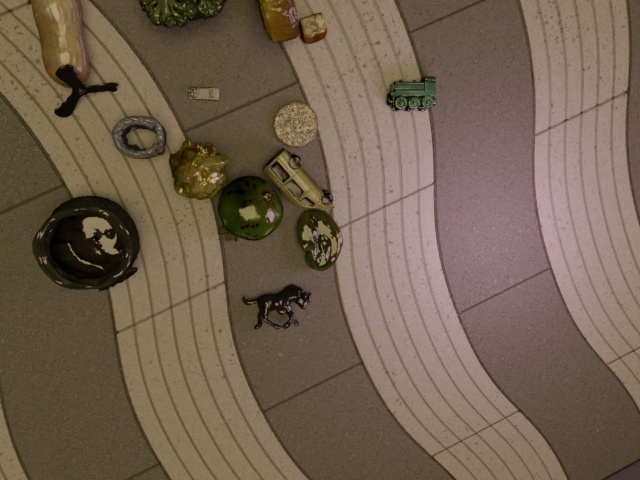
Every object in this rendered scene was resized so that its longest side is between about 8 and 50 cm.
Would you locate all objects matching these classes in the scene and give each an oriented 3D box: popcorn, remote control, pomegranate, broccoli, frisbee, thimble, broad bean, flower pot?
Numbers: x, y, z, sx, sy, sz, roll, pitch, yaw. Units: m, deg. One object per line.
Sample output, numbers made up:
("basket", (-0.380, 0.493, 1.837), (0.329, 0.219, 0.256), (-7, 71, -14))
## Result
("popcorn", (-0.368, -0.218, 1.673), (0.167, 0.185, 0.187), (-8, 94, -28))
("remote control", (-0.364, -0.459, 1.707), (0.096, 0.014, 0.039), (0, 101, -10))
("pomegranate", (-0.235, -0.089, 1.729), (0.211, 0.211, 0.263), (42, 131, -16))
("broccoli", (-0.381, -0.754, 1.509), (0.304, 0.283, 0.321), (-11, 85, 2))
("frisbee", (-0.682, -0.441, 1.595), (0.188, 0.211, 0.012), (-19, 70, -30))
("thimble", (-0.544, -0.309, 1.649), (0.152, 0.118, 0.127), (-6, 100, -10))
("broad bean", (-0.001, 0.000, 1.843), (0.153, 0.072, 0.206), (-9, 102, -16))
("flower pot", (-0.691, 0.023, 1.638), (0.302, 0.213, 0.301), (-2, 101, -11))

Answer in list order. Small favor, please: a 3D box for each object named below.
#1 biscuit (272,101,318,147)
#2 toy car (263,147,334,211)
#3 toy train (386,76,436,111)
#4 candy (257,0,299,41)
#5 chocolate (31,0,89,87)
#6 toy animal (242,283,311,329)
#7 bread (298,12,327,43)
("biscuit", (-0.080, -0.376, 1.777), (0.152, 0.020, 0.152), (-2, 103, -10))
("toy car", (-0.069, -0.177, 1.779), (0.124, 0.101, 0.256), (-41, 104, 4))
("toy train", (0.302, -0.483, 1.809), (0.171, 0.071, 0.111), (-2, 93, -10))
("candy", (-0.129, -0.706, 1.581), (0.118, 0.260, 0.259), (-13, 104, 4))
("chocolate", (-0.733, -0.593, 1.551), (0.134, 0.134, 0.309), (-9, 106, -9))
("toy animal", (-0.146, 0.227, 1.868), (0.233, 0.084, 0.148), (-4, 85, -4))
("bread", (-0.024, -0.660, 1.704), (0.083, 0.070, 0.076), (-18, 103, -5))
